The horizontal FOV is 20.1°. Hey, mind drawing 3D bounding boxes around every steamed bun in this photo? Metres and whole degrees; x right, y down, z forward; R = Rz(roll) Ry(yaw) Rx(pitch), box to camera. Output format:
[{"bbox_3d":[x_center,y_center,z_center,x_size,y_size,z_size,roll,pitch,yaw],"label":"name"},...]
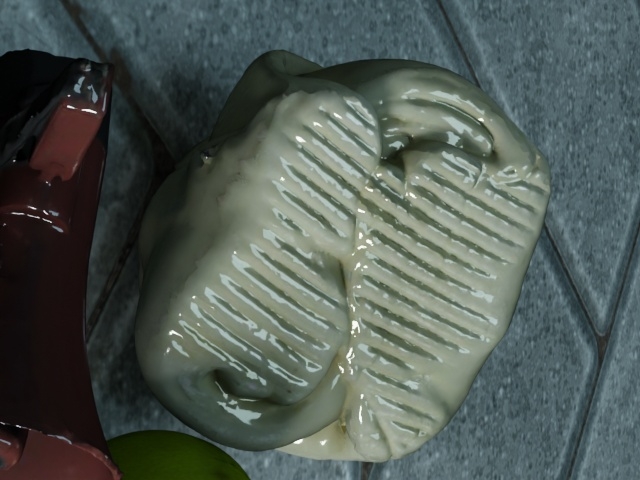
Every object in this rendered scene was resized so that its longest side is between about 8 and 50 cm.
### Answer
[{"bbox_3d":[0.000,0.000,1.581,0.342,0.255,0.368,29,94,-30],"label":"steamed bun"}]

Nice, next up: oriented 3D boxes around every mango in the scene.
[{"bbox_3d":[-0.129,0.230,1.382,0.273,0.185,0.149,-88,157,-67],"label":"mango"}]

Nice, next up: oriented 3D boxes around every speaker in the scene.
[{"bbox_3d":[-0.226,0.002,1.271,0.259,0.198,0.329,71,22,-68],"label":"speaker"}]
